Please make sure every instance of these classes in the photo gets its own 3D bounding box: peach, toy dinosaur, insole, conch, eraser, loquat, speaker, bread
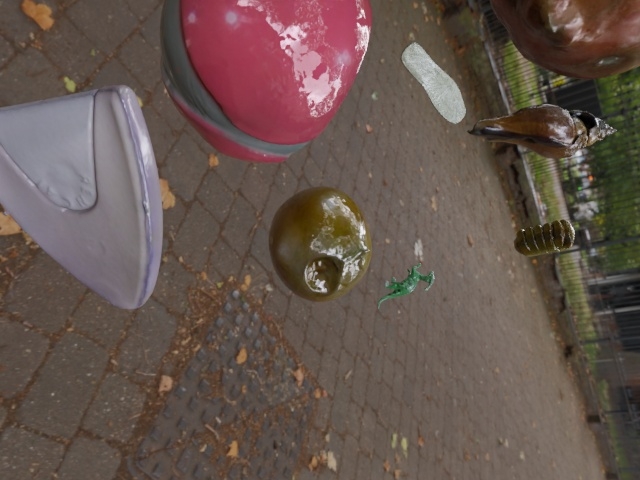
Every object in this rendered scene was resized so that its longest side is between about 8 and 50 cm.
[{"bbox_3d":[0.290,-0.279,0.485,0.257,0.232,0.232,-50,128,-16],"label":"peach"},{"bbox_3d":[0.121,0.067,0.641,0.083,0.062,0.021,-62,142,-24],"label":"toy dinosaur"},{"bbox_3d":[0.228,-0.309,0.916,0.192,0.063,0.010,40,6,-26],"label":"insole"},{"bbox_3d":[0.364,-0.171,0.745,0.232,0.086,0.080,-4,62,-21],"label":"conch"},{"bbox_3d":[-0.242,-0.033,0.499,0.059,0.204,0.243,-69,151,-55],"label":"eraser"},{"bbox_3d":[0.000,0.000,0.771,0.227,0.179,0.179,-93,157,-64],"label":"loquat"},{"bbox_3d":[-0.076,-0.249,0.616,0.294,0.294,0.294,34,49,-51],"label":"speaker"},{"bbox_3d":[0.344,-0.003,0.717,0.033,0.088,0.049,16,65,-56],"label":"bread"}]
